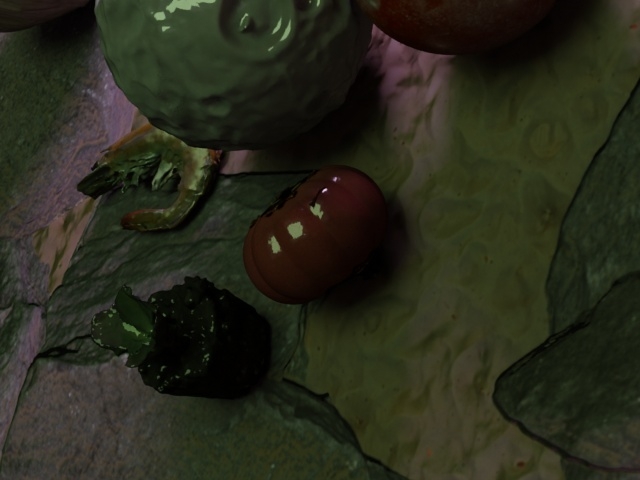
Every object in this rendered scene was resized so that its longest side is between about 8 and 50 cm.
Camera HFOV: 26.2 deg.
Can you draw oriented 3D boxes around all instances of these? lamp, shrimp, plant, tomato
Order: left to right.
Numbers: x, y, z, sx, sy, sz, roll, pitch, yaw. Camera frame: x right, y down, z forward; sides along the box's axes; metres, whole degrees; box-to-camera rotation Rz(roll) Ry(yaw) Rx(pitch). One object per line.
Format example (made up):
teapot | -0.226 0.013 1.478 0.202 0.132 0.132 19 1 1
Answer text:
shrimp | -0.232 -0.082 1.889 0.253 0.058 0.173 -28 62 31
plant | -0.162 0.113 1.619 0.142 0.203 0.131 -14 69 34
lamp | 0.000 0.000 1.554 0.182 0.140 0.182 -38 5 4
tomato | 0.159 -0.325 1.491 0.270 0.227 0.270 -41 30 30

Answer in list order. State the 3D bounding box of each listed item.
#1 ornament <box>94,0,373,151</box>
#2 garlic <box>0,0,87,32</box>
ornament | -0.101 -0.269 1.630 0.337 0.337 0.337 -20 58 37
garlic | -0.445 -0.468 2.127 0.317 0.259 0.317 -48 10 11
